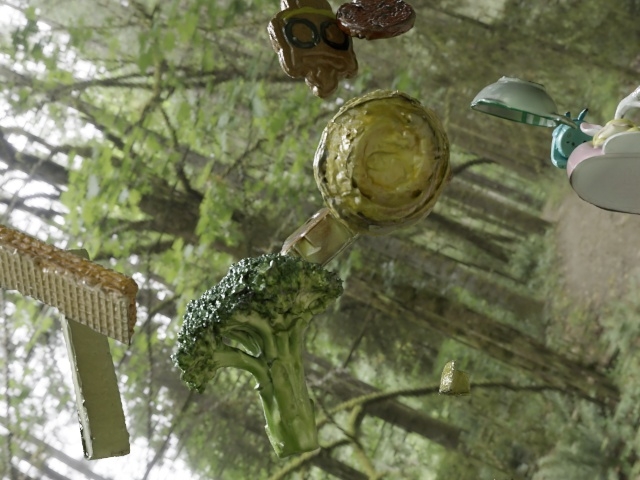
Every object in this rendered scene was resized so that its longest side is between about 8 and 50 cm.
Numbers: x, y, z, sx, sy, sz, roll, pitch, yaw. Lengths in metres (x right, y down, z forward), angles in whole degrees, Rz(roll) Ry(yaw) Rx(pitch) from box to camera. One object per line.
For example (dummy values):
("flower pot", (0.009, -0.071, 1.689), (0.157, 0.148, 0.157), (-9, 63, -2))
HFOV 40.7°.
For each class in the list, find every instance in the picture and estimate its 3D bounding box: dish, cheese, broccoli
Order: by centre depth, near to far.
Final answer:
("cheese", (0.236, 0.248, 1.521), (0.084, 0.041, 0.060), (32, -119, -47))
("cheese", (-0.411, 0.192, 1.529), (0.085, 0.400, 0.034), (1, -29, -36))
("broccoli", (-0.076, 0.205, 1.736), (0.353, 0.397, 0.275), (-47, 19, -5))
("dish", (0.444, -0.304, 1.878), (0.224, 0.246, 0.078), (11, -84, -50))

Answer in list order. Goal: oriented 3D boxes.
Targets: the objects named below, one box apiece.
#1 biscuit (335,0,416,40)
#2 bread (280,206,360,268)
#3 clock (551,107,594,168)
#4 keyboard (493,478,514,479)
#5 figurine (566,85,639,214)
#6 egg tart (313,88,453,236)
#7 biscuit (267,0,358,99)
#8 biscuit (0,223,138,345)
("biscuit", (0.127, -0.507, 1.963), (0.192, 0.192, 0.049), (-55, -29, -40))
("bread", (-0.002, 0.000, 2.032), (0.210, 0.110, 0.192), (-42, 2, -1))
("clock", (0.625, -0.252, 2.120), (0.045, 0.108, 0.147), (-105, 9, -70))
("keyboard", (0.420, 0.577, 1.887), (0.129, 0.049, 0.015), (-101, 20, -51))
("figurine", (0.602, -0.175, 1.559), (0.284, 0.206, 0.316), (-27, 16, 25))
("egg tart", (0.125, -0.143, 1.613), (0.279, 0.278, 0.095), (-67, 17, 3))
("biscuit", (-0.015, -0.452, 1.961), (0.041, 0.208, 0.290), (-45, 53, 55))
("biscuit", (-0.433, 0.050, 1.346), (0.054, 0.378, 0.094), (-43, -35, -49))
